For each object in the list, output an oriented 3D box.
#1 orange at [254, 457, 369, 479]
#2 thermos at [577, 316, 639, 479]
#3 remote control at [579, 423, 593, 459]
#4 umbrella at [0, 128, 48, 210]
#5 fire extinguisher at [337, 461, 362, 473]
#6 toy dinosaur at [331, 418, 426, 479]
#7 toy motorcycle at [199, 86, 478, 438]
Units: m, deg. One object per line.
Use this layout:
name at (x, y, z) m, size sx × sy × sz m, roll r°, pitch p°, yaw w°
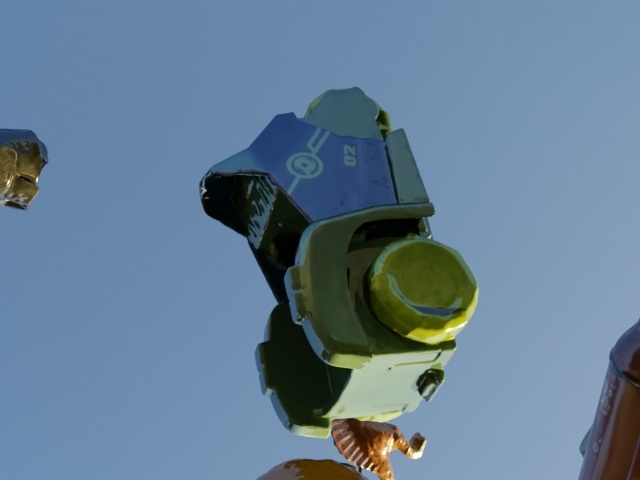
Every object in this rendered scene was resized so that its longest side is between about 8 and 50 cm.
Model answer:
orange at (-0.002, 0.272, 1.141) m, size 0.155 × 0.177 × 0.177 m, roll -28°, pitch -71°, yaw -36°
thermos at (0.317, 0.188, 1.340) m, size 0.136 × 0.109 × 0.330 m, roll -13°, pitch -59°, yaw -41°
remote control at (0.405, 0.191, 1.432) m, size 0.123 × 0.285 × 0.038 m, roll -37°, pitch -74°, yaw -34°
umbrella at (-0.315, -0.067, 1.024) m, size 0.236 × 0.059 × 0.066 m, roll 8°, pitch -99°, yaw -44°
fire extinguisher at (0.016, 0.300, 1.333) m, size 0.064 × 0.043 × 0.158 m, roll -13°, pitch -117°, yaw 32°
toy dinosaur at (0.050, 0.206, 1.462) m, size 0.057 × 0.142 × 0.212 m, roll -29°, pitch -116°, yaw 30°
toy motorcycle at (0.000, 0.000, 1.233) m, size 0.200 × 0.326 × 0.191 m, roll -5°, pitch -31°, yaw -18°
